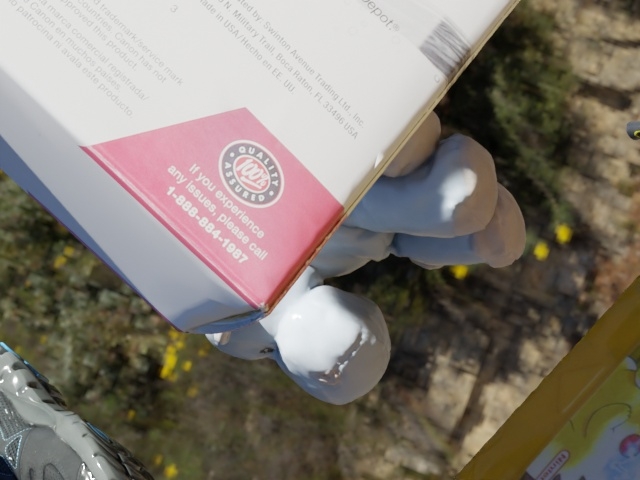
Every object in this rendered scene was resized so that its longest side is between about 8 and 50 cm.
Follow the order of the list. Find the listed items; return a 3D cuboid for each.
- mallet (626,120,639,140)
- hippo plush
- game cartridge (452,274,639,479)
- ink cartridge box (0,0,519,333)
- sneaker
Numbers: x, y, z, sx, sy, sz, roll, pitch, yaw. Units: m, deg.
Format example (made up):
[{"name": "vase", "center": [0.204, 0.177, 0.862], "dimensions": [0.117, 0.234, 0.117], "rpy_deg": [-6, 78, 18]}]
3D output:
[{"name": "mallet", "center": [0.329, -0.094, 0.999], "dimensions": [0.039, 0.062, 0.189], "rpy_deg": [-57, 18, -21]}, {"name": "hippo plush", "center": [0.000, 0.000, 1.021], "dimensions": [0.236, 0.294, 0.234], "rpy_deg": [-57, 1, -11]}, {"name": "game cartridge", "center": [0.232, 0.149, 0.684], "dimensions": [0.285, 0.052, 0.323], "rpy_deg": [-47, 31, -3]}, {"name": "ink cartridge box", "center": [-0.034, -0.126, 0.613], "dimensions": [0.283, 0.207, 0.117], "rpy_deg": [-51, 12, -24]}, {"name": "sneaker", "center": [-0.285, 0.235, 1.270], "dimensions": [0.140, 0.341, 0.125], "rpy_deg": [-50, -47, -11]}]
